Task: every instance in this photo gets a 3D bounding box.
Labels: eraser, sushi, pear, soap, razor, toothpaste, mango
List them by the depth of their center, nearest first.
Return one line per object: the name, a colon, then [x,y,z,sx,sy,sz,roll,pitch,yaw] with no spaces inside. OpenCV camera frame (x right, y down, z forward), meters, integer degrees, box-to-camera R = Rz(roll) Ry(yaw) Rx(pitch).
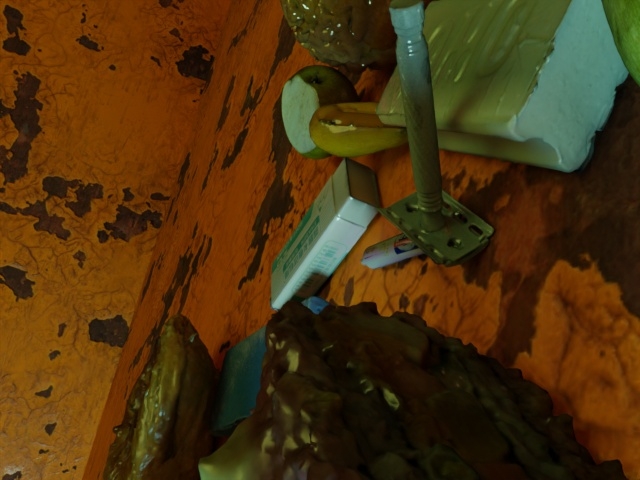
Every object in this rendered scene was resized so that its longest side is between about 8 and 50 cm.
sushi: [0.038,0.162,0.396,0.270,0.237,0.170,-121,46,-58]
razor: [0.084,-0.091,0.522,0.068,0.231,0.106,-29,42,-13]
soap: [0.158,-0.155,0.565,0.150,0.094,0.261,-68,22,5]
toothpaste: [0.094,0.005,0.664,0.170,0.028,0.045,-25,41,58]
mango: [0.055,-0.145,0.795,0.188,0.101,0.066,10,121,45]
eraser: [0.000,0.000,0.853,0.225,0.052,0.095,-55,24,34]
eraser: [-0.078,0.192,0.880,0.312,0.043,0.144,-38,37,52]
pear: [0.009,-0.198,0.938,0.141,0.104,0.141,43,142,47]

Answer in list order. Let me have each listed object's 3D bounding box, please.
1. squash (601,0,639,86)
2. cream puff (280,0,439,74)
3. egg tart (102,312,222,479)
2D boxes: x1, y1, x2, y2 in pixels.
squash: [0.230,-0.241,0.402,0.118,0.119,0.370,-38,45,53]
cream puff: [0.054,-0.401,0.826,0.343,0.231,0.326,-167,93,-73]
egg tart: [-0.254,0.294,1.043,0.351,0.153,0.339,-110,42,-62]
